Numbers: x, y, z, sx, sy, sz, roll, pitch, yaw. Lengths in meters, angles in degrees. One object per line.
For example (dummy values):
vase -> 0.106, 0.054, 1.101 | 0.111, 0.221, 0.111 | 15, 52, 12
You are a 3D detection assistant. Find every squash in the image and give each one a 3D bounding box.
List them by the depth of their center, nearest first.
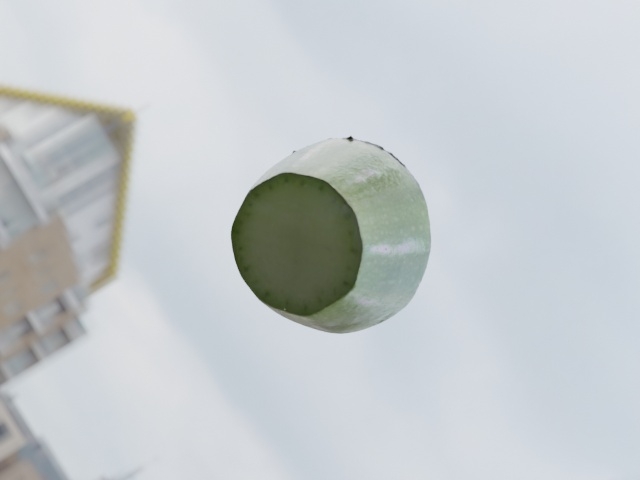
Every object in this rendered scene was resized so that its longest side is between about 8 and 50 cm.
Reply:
squash -> 0.000, 0.000, 1.652 | 0.170, 0.170, 0.123 | 56, 21, 8
